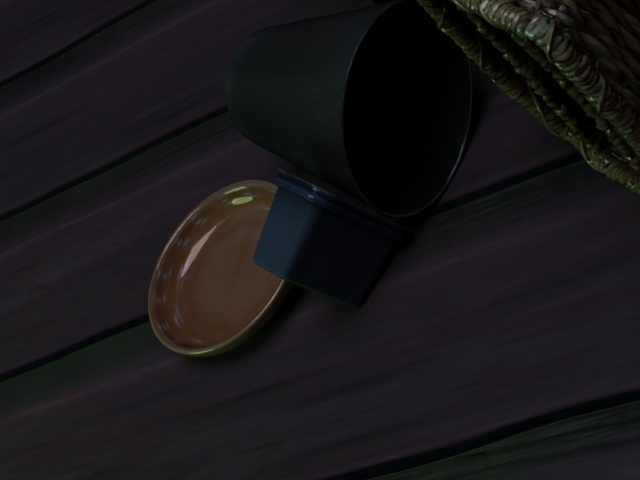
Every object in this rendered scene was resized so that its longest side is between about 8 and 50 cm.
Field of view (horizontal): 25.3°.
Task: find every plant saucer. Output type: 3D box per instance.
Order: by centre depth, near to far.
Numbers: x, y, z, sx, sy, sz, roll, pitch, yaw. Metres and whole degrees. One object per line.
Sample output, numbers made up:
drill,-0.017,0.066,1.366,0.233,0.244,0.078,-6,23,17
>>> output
plant saucer,-0.092,0.032,1.467,0.200,0.037,0.200,-24,47,29

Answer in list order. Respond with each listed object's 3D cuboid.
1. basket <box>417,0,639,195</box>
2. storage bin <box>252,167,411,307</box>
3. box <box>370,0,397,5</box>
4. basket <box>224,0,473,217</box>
basket,0.189,-0.156,1.139,0.213,0.299,0.223,-4,60,41
storage bin,0.000,0.000,1.340,0.098,0.135,0.091,27,92,49
box,0.132,-0.306,1.411,0.108,0.153,0.207,-11,54,38
basket,0.017,-0.139,1.402,0.227,0.154,0.204,16,104,53
